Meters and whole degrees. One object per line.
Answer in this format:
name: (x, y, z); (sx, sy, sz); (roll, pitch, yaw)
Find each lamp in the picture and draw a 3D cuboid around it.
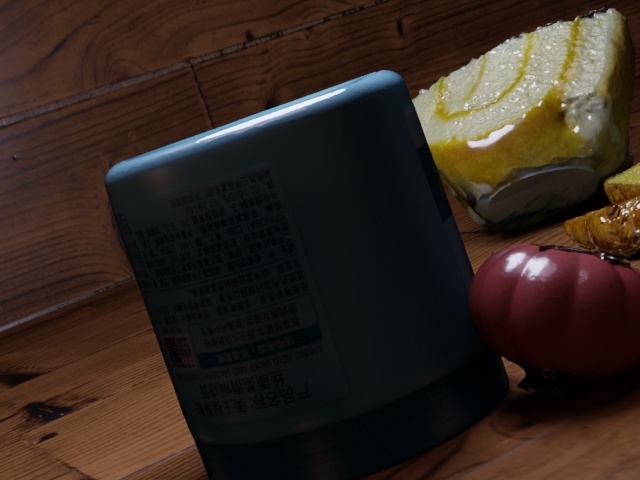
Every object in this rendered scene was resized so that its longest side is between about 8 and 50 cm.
lamp: (0.227, 0.074, 1.155); (0.182, 0.140, 0.182); (11, 3, -1)

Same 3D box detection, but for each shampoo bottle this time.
shampoo bottle: (-0.017, 0.035, 1.262); (0.331, 0.343, 0.331); (-20, 7, 3)

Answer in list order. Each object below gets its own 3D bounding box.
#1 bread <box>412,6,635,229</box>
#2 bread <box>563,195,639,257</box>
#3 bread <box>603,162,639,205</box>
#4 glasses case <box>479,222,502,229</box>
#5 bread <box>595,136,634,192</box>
bread: (0.369, -0.180, 2.039); (0.395, 0.239, 0.264); (-26, 45, 15)
bread: (0.420, -0.022, 1.608); (0.233, 0.076, 0.105); (-22, -9, 40)
bread: (0.507, -0.084, 1.901); (0.103, 0.065, 0.187); (-22, 4, -11)
glasses case: (0.378, -0.076, 2.242); (0.218, 0.049, 0.075); (-25, 8, -38)
bread: (0.502, -0.133, 2.197); (0.110, 0.156, 0.103); (23, 36, 29)
